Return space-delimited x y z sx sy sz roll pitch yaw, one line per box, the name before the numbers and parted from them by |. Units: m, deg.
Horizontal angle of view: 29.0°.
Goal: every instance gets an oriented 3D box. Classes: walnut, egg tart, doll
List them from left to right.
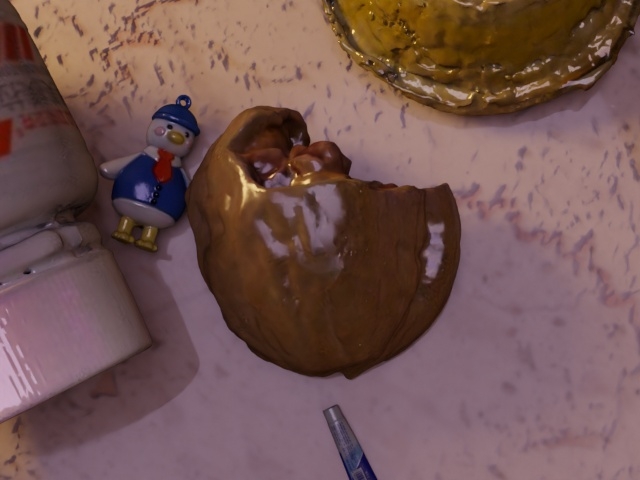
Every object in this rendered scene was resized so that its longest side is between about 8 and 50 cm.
doll | -0.140 -0.061 1.073 0.099 0.057 0.143 24 76 -19
walnut | -0.009 0.008 1.010 0.238 0.141 0.204 26 90 5
egg tart | 0.140 -0.261 1.049 0.315 0.120 0.315 -1 82 5

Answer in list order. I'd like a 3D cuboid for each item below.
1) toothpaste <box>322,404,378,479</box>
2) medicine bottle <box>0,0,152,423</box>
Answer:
toothpaste | 0.025 0.180 1.044 0.024 0.015 0.083 -26 86 -1
medicine bottle | -0.296 -0.013 0.974 0.256 0.256 0.325 -26 88 0
